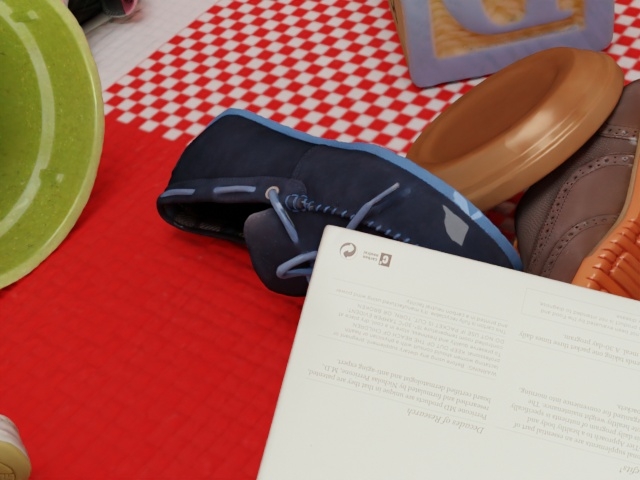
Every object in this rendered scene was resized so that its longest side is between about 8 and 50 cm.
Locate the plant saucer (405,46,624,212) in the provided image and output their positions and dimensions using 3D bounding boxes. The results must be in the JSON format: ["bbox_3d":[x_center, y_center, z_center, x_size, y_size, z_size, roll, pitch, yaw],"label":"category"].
[{"bbox_3d":[0.137,-0.087,0.849,0.200,0.037,0.200,-35,16,12],"label":"plant saucer"}]

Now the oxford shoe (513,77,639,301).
[{"bbox_3d":[0.191,0.030,0.753,0.133,0.130,0.363,-13,36,49],"label":"oxford shoe"}]

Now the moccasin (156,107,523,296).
[{"bbox_3d":[0.000,0.000,0.816,0.117,0.137,0.342,-48,35,-16],"label":"moccasin"}]

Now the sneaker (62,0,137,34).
[{"bbox_3d":[-0.238,-0.303,1.220,0.131,0.112,0.319,23,54,12],"label":"sneaker"}]

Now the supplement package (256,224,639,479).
[{"bbox_3d":[0.072,0.125,0.544,0.194,0.149,0.203,14,78,7],"label":"supplement package"}]

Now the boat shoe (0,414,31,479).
[{"bbox_3d":[-0.329,0.143,0.747,0.277,0.098,0.096,-10,43,5],"label":"boat shoe"}]

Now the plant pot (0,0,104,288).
[{"bbox_3d":[-0.371,-0.107,0.933,0.254,0.276,0.276,12,47,40],"label":"plant pot"}]

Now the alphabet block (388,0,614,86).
[{"bbox_3d":[0.153,-0.287,1.025,0.193,0.192,0.197,-10,41,1],"label":"alphabet block"}]
